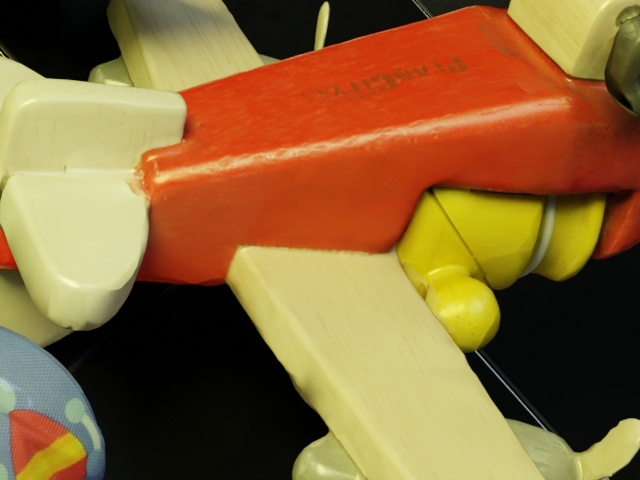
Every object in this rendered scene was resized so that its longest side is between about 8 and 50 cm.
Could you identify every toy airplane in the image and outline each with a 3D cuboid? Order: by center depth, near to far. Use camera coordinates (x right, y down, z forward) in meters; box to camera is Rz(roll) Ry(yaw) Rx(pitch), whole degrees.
[{"bbox_3d":[0.000,0.000,0.895,0.384,0.272,0.386,14,44,17],"label":"toy airplane"}]

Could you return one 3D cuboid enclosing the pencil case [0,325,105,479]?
[{"bbox_3d":[-0.202,0.140,0.640,0.133,0.119,0.306,11,31,21],"label":"pencil case"}]
